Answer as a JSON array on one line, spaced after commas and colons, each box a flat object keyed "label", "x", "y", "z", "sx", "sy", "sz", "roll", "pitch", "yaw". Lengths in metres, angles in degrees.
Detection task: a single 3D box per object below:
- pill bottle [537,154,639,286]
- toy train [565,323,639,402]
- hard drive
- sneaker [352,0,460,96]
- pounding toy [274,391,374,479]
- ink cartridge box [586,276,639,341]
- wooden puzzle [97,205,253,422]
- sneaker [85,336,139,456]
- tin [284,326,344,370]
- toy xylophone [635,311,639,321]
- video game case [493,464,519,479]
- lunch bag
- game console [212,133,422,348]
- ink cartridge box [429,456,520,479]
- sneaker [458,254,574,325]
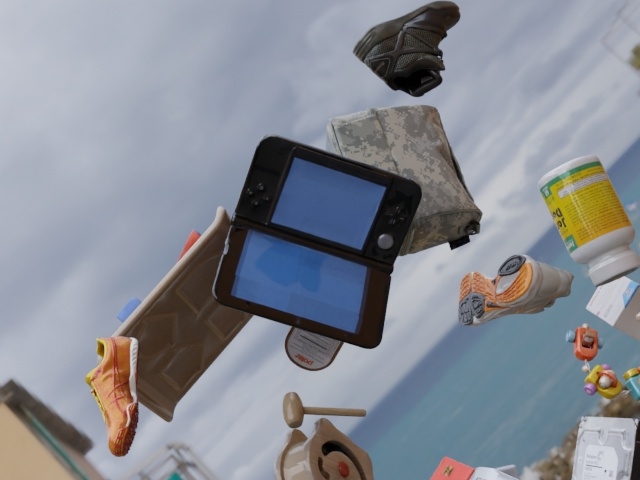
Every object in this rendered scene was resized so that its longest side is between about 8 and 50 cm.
[{"label": "pill bottle", "x": 0.469, "y": -0.032, "z": 1.737, "sx": 0.117, "sy": 0.208, "sz": 0.117, "roll": -22, "pitch": -14, "yaw": -5}, {"label": "toy train", "x": 0.466, "y": 0.189, "z": 1.566, "sx": 0.046, "sy": 0.166, "sz": 0.125, "roll": 105, "pitch": -178, "yaw": -55}, {"label": "hard drive", "x": 0.590, "y": 0.534, "z": 2.066, "sx": 0.237, "sy": 0.064, "sz": 0.339, "roll": 152, "pitch": 131, "yaw": -74}, {"label": "sneaker", "x": 0.163, "y": -0.297, "z": 1.580, "sx": 0.227, "sy": 0.130, "sz": 0.087, "roll": -33, "pitch": -8, "yaw": -42}, {"label": "pounding toy", "x": 0.024, "y": 0.388, "z": 1.749, "sx": 0.155, "sy": 0.269, "sz": 0.154, "roll": -26, "pitch": 38, "yaw": 26}, {"label": "ink cartridge box", "x": 0.575, "y": 0.122, "z": 1.886, "sx": 0.092, "sy": 0.090, "sz": 0.143, "roll": -60, "pitch": 13, "yaw": 7}, {"label": "wooden puzzle", "x": -0.242, "y": 0.131, "z": 1.809, "sx": 0.348, "sy": 0.080, "sz": 0.322, "roll": -53, "pitch": -25, "yaw": -13}, {"label": "sneaker", "x": -0.258, "y": 0.195, "z": 1.251, "sx": 0.067, "sy": 0.175, "sz": 0.064, "roll": 0, "pitch": -48, "yaw": -12}, {"label": "tin", "x": 0.001, "y": 0.163, "z": 1.894, "sx": 0.190, "sy": 0.106, "sz": 0.040, "roll": -62, "pitch": -4, "yaw": 24}, {"label": "toy xylophone", "x": 0.618, "y": 0.101, "z": 1.516, "sx": 0.322, "sy": 0.236, "sz": 0.081, "roll": -27, "pitch": -49, "yaw": -56}, {"label": "video game case", "x": 0.292, "y": 0.662, "z": 2.155, "sx": 0.329, "sy": 0.300, "sz": 0.036, "roll": -13, "pitch": -7, "yaw": 2}, {"label": "lunch bag", "x": 0.169, "y": -0.121, "z": 2.060, "sx": 0.256, "sy": 0.305, "sz": 0.212, "roll": -16, "pitch": -24, "yaw": -6}, {"label": "game console", "x": 0.000, "y": 0.000, "z": 1.648, "sx": 0.173, "sy": 0.293, "sz": 0.250, "roll": -92, "pitch": 21, "yaw": -65}, {"label": "ink cartridge box", "x": 0.276, "y": 0.525, "z": 1.974, "sx": 0.189, "sy": 0.232, "sz": 0.066, "roll": -52, "pitch": -46, "yaw": -21}, {"label": "sneaker", "x": 0.331, "y": 0.099, "z": 1.727, "sx": 0.262, "sy": 0.121, "sz": 0.099, "roll": 150, "pitch": 128, "yaw": -65}]
